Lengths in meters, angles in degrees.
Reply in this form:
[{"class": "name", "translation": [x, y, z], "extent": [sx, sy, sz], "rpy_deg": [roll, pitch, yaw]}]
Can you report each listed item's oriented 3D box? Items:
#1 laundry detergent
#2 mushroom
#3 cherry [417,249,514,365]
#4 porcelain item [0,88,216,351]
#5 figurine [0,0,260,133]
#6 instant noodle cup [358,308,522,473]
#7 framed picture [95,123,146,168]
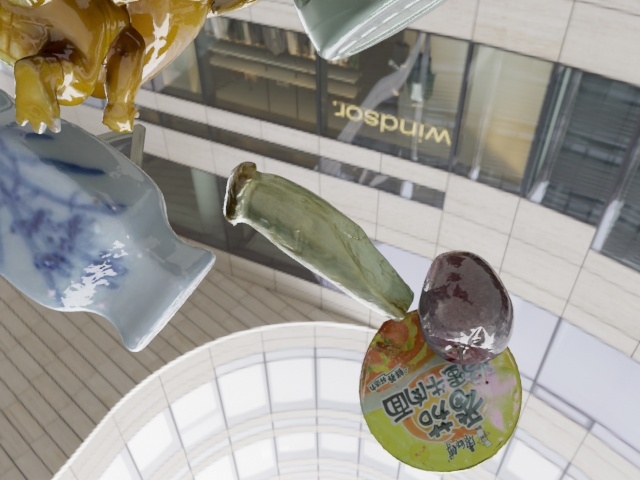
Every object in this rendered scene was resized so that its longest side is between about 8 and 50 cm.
[{"class": "laundry detergent", "translation": [0.031, -0.494, 0.875], "extent": [0.264, 0.397, 0.125], "rpy_deg": [-24, 175, 37]}, {"class": "mushroom", "translation": [0.001, -0.003, 0.901], "extent": [0.333, 0.107, 0.087], "rpy_deg": [33, -139, 4]}, {"class": "cherry", "translation": [0.218, 0.101, 0.912], "extent": [0.140, 0.176, 0.176], "rpy_deg": [-3, -140, 24]}, {"class": "porcelain item", "translation": [-0.361, -0.033, 0.873], "extent": [0.405, 0.242, 0.178], "rpy_deg": [39, -168, -5]}, {"class": "figurine", "translation": [-0.249, -0.282, 0.722], "extent": [0.401, 0.267, 0.387], "rpy_deg": [15, -148, 9]}, {"class": "instant noodle cup", "translation": [0.195, 0.265, 1.046], "extent": [0.265, 0.200, 0.264], "rpy_deg": [-2, -112, 4]}, {"class": "framed picture", "translation": [-0.480, -0.092, 1.207], "extent": [0.324, 0.020, 0.240], "rpy_deg": [-5, -106, 29]}]
